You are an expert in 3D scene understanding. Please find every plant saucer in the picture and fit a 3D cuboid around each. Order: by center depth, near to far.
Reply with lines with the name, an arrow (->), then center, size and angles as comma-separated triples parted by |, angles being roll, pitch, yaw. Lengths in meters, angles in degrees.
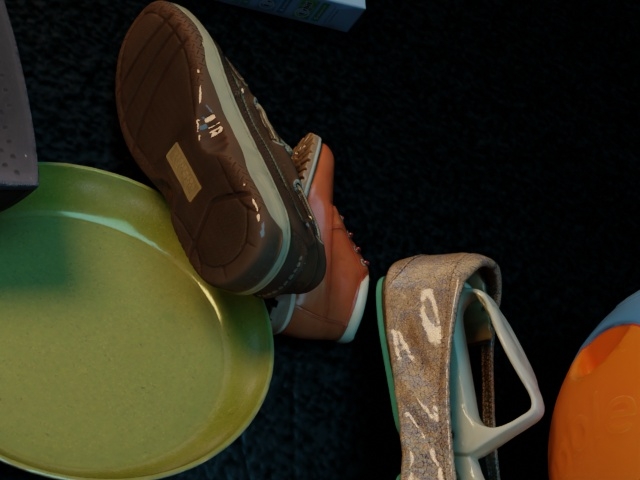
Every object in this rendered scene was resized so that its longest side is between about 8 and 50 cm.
plant saucer -> -0.146, 0.049, 0.595 | 0.241, 0.037, 0.241 | 18, 42, -17

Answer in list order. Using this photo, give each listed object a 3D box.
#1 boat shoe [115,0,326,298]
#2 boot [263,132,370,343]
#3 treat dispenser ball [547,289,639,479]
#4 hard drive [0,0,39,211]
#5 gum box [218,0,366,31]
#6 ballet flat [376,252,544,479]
boat shoe -> -0.069, -0.061, 0.678 | 0.095, 0.095, 0.257 | 18, 39, -46
boot -> 0.000, 0.000, 0.719 | 0.085, 0.059, 0.157 | 16, 70, -24
treat dispenser ball -> 0.303, 0.155, 0.662 | 0.288, 0.288, 0.288 | 11, 64, -23
hard drive -> -0.280, -0.123, 0.595 | 0.172, 0.054, 0.254 | -3, 57, -35
gum box -> -0.055, -0.269, 0.814 | 0.184, 0.041, 0.156 | 8, 65, -23
ballet flat -> 0.102, 0.148, 0.654 | 0.107, 0.106, 0.315 | 32, 48, -56
